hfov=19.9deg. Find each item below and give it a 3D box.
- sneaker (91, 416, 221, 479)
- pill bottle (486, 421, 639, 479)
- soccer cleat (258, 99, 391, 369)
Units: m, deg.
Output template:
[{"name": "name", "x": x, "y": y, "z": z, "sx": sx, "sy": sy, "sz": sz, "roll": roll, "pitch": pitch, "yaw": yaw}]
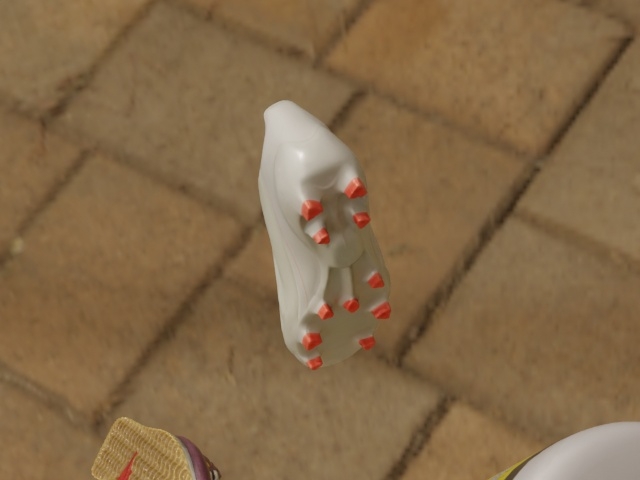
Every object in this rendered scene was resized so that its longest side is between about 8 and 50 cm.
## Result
[{"name": "sneaker", "x": -0.100, "y": 0.178, "z": 1.331, "sx": 0.069, "sy": 0.084, "sz": 0.185, "roll": -63, "pitch": 24, "yaw": -1}, {"name": "pill bottle", "x": 0.108, "y": 0.233, "z": 1.020, "sx": 0.188, "sy": 0.334, "sz": 0.188, "roll": 10, "pitch": 65, "yaw": -21}, {"name": "soccer cleat", "x": 0.000, "y": 0.000, "z": 1.050, "sx": 0.068, "sy": 0.196, "sz": 0.076, "roll": -21, "pitch": 53, "yaw": -13}]
